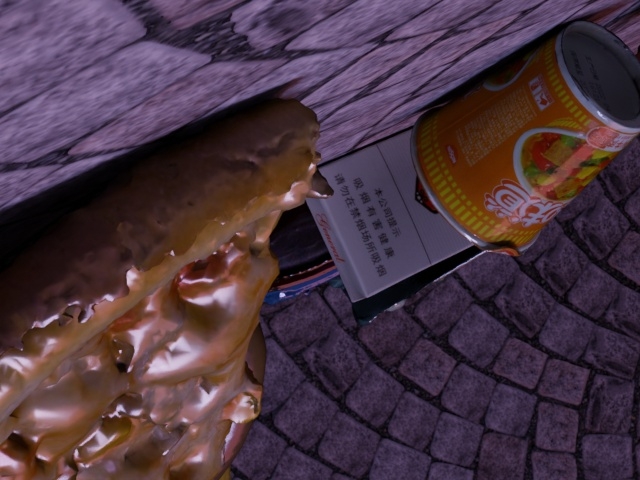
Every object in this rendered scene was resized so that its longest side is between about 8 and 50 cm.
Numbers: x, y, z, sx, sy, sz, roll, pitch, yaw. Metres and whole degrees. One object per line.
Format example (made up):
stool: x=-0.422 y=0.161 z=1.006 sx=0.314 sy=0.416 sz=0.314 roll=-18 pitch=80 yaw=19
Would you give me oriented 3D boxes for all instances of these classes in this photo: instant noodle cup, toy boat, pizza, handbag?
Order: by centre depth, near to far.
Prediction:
pizza: x=-0.180 y=0.126 z=0.999 sx=0.392 sy=0.080 sz=0.435 roll=-23 pitch=143 yaw=-33
instant noodle cup: x=0.201 y=-0.101 z=1.402 sx=0.168 sy=0.168 sz=0.185 roll=-23 pitch=167 yaw=-47
toy boat: x=0.000 y=0.000 z=1.726 sx=0.223 sy=0.100 sz=0.097 roll=-27 pitch=168 yaw=-2
handbag: x=0.143 y=-0.022 z=1.841 sx=0.269 sy=0.100 sz=0.274 roll=-33 pitch=-167 yaw=13

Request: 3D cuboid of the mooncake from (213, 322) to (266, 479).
mooncake: x=-0.154 y=0.110 z=1.255 sx=0.235 sy=0.235 sz=0.117 roll=-27 pitch=-147 yaw=2

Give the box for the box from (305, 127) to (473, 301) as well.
box: x=0.101 y=-0.044 z=1.546 sx=0.245 sy=0.139 sz=0.035 roll=-23 pitch=178 yaw=-34

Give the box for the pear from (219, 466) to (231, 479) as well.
pear: x=-0.259 y=0.233 z=1.538 sx=0.348 sy=0.348 sz=0.348 roll=-27 pitch=177 yaw=-2

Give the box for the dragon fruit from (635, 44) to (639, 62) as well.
dragon fruit: x=0.426 y=-0.171 z=1.486 sx=0.224 sy=0.227 sz=0.224 roll=-62 pitch=-178 yaw=4
